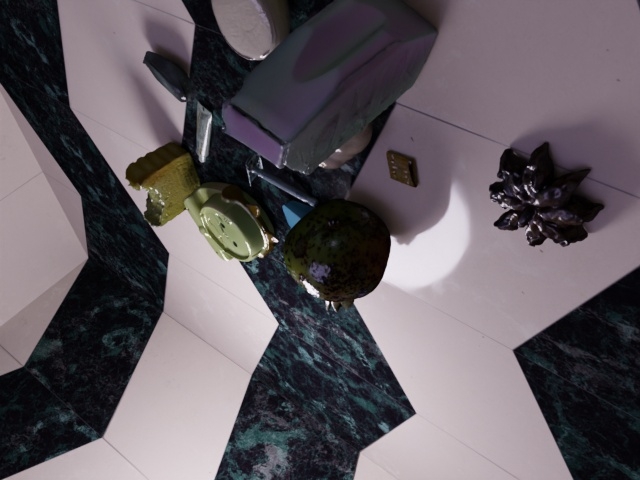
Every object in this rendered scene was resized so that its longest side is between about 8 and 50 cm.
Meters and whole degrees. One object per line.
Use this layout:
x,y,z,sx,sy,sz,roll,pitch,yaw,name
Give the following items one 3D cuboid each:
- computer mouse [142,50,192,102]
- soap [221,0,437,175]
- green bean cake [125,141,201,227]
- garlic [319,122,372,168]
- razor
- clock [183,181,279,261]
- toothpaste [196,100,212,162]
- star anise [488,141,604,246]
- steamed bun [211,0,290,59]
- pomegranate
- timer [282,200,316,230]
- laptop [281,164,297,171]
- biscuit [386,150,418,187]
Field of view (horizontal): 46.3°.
-0.439,-0.487,2.192,0.229,0.068,0.113,44,167,28,computer mouse
0.021,-0.291,1.387,0.156,0.446,0.261,42,152,11,soap
-0.536,-0.192,2.545,0.124,0.233,0.236,34,150,35,green bean cake
0.019,-0.280,1.724,0.228,0.152,0.228,29,140,29,garlic
-0.108,-0.161,2.168,0.232,0.068,0.106,29,159,14,razor
-0.283,-0.054,2.487,0.348,0.117,0.286,5,132,52,clock
-0.363,-0.329,2.323,0.067,0.037,0.255,44,150,18,toothpaste
0.429,-0.068,1.483,0.223,0.109,0.236,32,147,19,star anise
-0.146,-0.521,1.659,0.177,0.130,0.228,7,132,37,steamed bun
0.054,0.063,1.995,0.285,0.285,0.340,31,148,28,pomegranate
0.000,0.000,2.237,0.250,0.091,0.232,35,153,45,timer
-0.115,-0.270,2.073,0.135,0.016,0.197,7,133,53,laptop
0.193,-0.169,1.770,0.081,0.018,0.083,24,145,37,biscuit
